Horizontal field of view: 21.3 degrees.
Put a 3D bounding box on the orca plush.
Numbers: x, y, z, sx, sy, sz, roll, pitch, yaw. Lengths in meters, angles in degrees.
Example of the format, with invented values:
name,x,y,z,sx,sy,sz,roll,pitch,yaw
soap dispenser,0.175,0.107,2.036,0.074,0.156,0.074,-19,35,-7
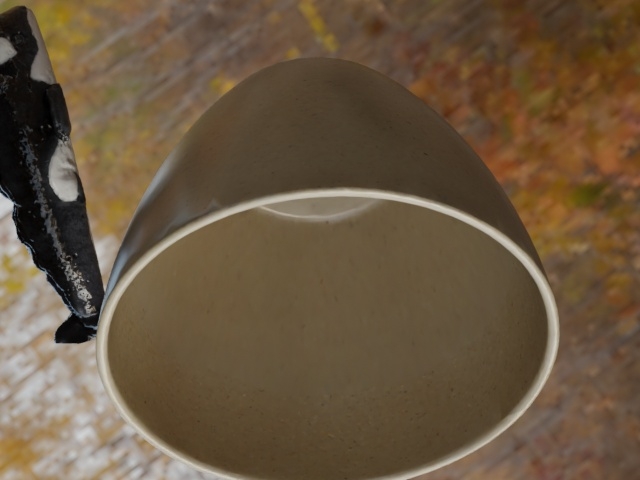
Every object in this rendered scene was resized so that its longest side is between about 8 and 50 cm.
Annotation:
name,x,y,z,sx,sy,sz,roll,pitch,yaw
orca plush,-0.258,-0.046,1.433,0.151,0.102,0.287,-146,44,-69

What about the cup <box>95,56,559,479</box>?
name,x,y,z,sx,sy,sz,roll,pitch,yaw
cup,0.000,0.000,1.296,0.331,0.331,0.237,55,-159,-41
